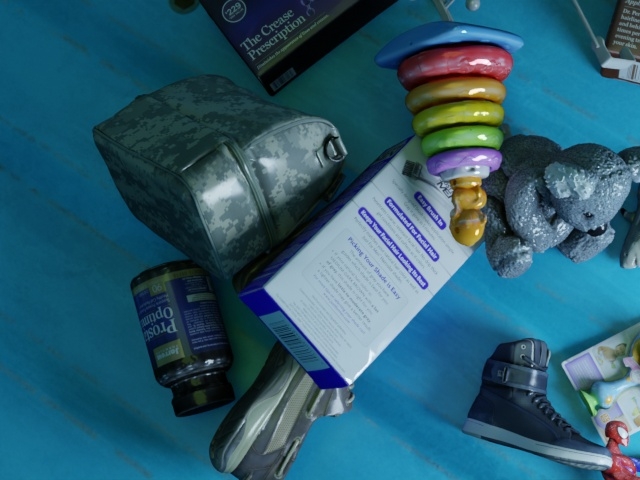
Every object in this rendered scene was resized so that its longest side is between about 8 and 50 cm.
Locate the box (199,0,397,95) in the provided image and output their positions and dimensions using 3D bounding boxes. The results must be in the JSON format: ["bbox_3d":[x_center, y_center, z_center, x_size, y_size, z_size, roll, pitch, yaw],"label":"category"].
[{"bbox_3d":[-0.036,-0.385,1.901,0.261,0.103,0.184,-38,73,2],"label":"box"}]

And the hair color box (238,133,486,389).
[{"bbox_3d":[0.069,0.029,1.713,0.339,0.110,0.185,-44,100,-23],"label":"hair color box"}]

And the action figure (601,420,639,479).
[{"bbox_3d":[0.466,0.384,1.679,0.139,0.091,0.280,-13,79,14],"label":"action figure"}]

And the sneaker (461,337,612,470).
[{"bbox_3d":[0.321,0.226,1.709,0.226,0.086,0.163,14,80,35],"label":"sneaker"}]

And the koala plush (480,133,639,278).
[{"bbox_3d":[0.343,-0.073,1.679,0.196,0.221,0.203,-12,83,-27],"label":"koala plush"}]

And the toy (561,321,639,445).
[{"bbox_3d":[0.483,0.181,1.729,0.237,0.056,0.136,-28,79,4],"label":"toy"}]

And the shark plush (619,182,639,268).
[{"bbox_3d":[0.468,-0.041,1.775,0.067,0.073,0.161,-9,82,39],"label":"shark plush"}]

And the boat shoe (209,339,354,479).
[{"bbox_3d":[-0.020,0.213,1.792,0.130,0.132,0.355,38,83,-11],"label":"boat shoe"}]

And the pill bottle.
[{"bbox_3d":[-0.202,0.148,1.820,0.123,0.123,0.219,-19,77,6],"label":"pill bottle"}]

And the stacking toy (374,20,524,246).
[{"bbox_3d":[0.195,-0.141,1.675,0.175,0.166,0.301,-15,77,47],"label":"stacking toy"}]

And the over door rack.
[{"bbox_3d":[0.273,-0.315,1.766,0.239,0.108,0.324,-45,70,45],"label":"over door rack"}]

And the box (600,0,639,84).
[{"bbox_3d":[0.556,-0.411,1.783,0.191,0.143,0.381,17,85,13],"label":"box"}]

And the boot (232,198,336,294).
[{"bbox_3d":[0.000,0.000,1.825,0.305,0.115,0.112,-29,106,-15],"label":"boot"}]

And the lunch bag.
[{"bbox_3d":[-0.140,-0.117,1.770,0.256,0.212,0.305,-39,41,-20],"label":"lunch bag"}]
